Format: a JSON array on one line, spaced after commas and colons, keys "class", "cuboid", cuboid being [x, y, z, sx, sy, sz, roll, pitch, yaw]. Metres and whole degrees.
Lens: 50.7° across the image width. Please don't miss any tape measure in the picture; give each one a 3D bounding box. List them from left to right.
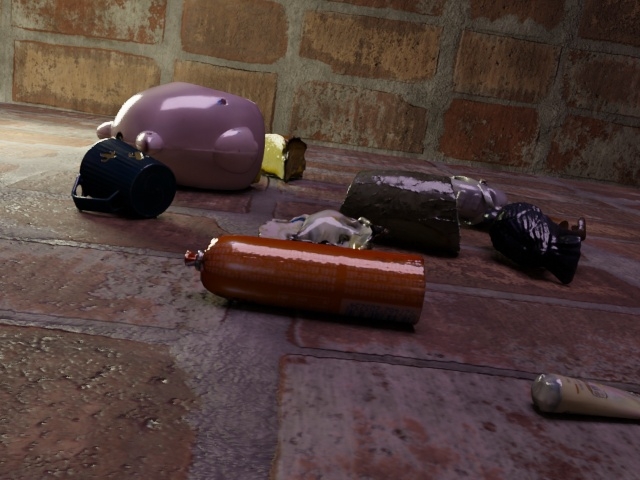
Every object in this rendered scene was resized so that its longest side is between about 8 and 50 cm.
[{"class": "tape measure", "cuboid": [0.375, -0.106, 1.731, 0.197, 0.120, 0.236, 15, 8, 3]}]

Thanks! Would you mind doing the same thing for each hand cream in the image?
[{"class": "hand cream", "cuboid": [0.288, 0.165, 0.702, 0.143, 0.039, 0.061, 9, 10, -17]}]

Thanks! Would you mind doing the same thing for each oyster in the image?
[{"class": "oyster", "cuboid": [0.000, 0.000, 1.133, 0.223, 0.083, 0.214, 0, 11, -10]}]

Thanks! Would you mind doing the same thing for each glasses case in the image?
[{"class": "glasses case", "cuboid": [0.577, -0.055, 1.818, 0.064, 0.041, 0.170, -4, 18, -40]}]

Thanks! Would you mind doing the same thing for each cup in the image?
[{"class": "cup", "cuboid": [-0.383, -0.107, 1.301, 0.155, 0.131, 0.176, 22, 48, 34]}]

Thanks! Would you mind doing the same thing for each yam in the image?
[{"class": "yam", "cuboid": [0.170, -0.068, 1.370, 0.254, 0.154, 0.154, 10, 13, 15]}]

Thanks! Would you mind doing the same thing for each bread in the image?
[{"class": "bread", "cuboid": [-0.095, -0.244, 2.021, 0.169, 0.140, 0.160, 3, 8, -24]}]

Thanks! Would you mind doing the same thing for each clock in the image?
[{"class": "clock", "cuboid": [-0.337, -0.272, 1.717, 0.376, 0.250, 0.368, -4, 17, -44]}]

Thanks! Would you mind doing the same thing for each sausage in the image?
[{"class": "sausage", "cuboid": [-0.024, 0.048, 0.889, 0.312, 0.093, 0.093, 7, 13, -2]}]

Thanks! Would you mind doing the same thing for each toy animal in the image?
[{"class": "toy animal", "cuboid": [0.430, -0.007, 1.346, 0.185, 0.122, 0.298, 19, 20, -1]}]
